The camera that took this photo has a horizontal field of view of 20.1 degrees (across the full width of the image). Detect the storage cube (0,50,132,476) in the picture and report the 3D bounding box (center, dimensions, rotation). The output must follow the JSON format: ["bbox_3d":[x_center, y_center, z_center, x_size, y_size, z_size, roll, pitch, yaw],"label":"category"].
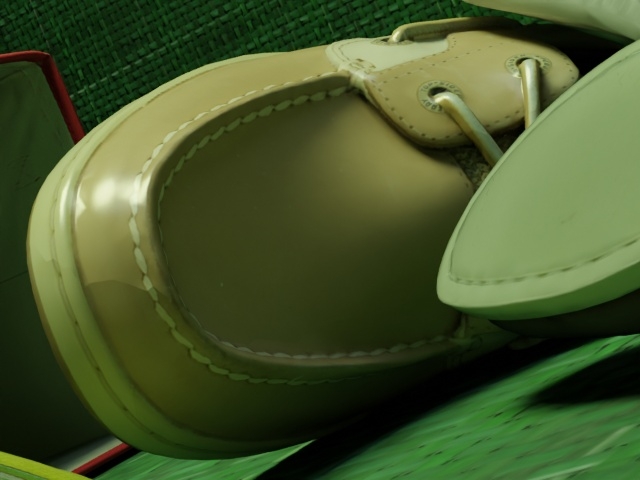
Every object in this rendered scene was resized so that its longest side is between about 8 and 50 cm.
[{"bbox_3d":[-0.204,0.044,0.796,0.193,0.183,0.215,-23,1,25],"label":"storage cube"}]

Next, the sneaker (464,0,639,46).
[{"bbox_3d":[0.163,-0.089,0.555,0.151,0.094,0.256,-9,27,-35],"label":"sneaker"}]

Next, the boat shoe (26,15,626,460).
[{"bbox_3d":[0.050,-0.023,0.590,0.110,0.121,0.341,-22,-1,39],"label":"boat shoe"}]

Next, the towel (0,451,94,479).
[{"bbox_3d":[-0.064,0.050,0.342,0.102,0.021,0.237,18,-7,-10],"label":"towel"}]

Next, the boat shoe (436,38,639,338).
[{"bbox_3d":[0.113,-0.015,0.410,0.228,0.069,0.081,-28,36,53],"label":"boat shoe"}]
